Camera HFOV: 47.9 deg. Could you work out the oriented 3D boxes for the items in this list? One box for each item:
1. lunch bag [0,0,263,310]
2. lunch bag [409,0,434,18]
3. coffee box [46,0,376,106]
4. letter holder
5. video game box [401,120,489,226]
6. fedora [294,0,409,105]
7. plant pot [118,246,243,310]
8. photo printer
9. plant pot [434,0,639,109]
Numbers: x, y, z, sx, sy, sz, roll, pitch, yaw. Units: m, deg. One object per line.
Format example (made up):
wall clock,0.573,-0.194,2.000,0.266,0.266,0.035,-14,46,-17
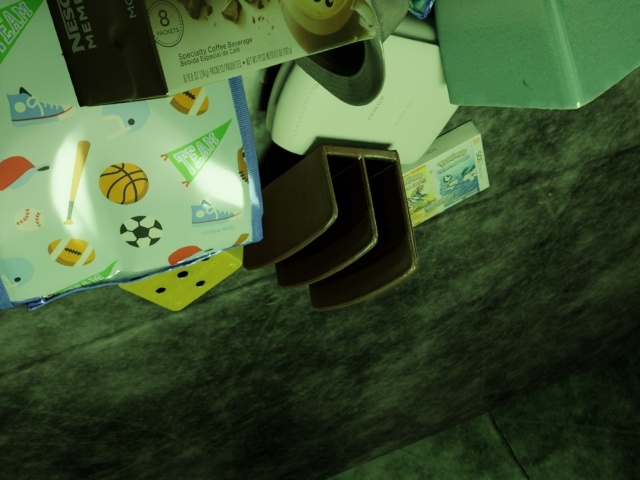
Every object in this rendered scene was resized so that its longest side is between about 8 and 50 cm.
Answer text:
lunch bag,-0.255,-0.137,0.813,0.328,0.239,0.385,-16,106,-15
lunch bag,0.100,-0.379,0.928,0.096,0.128,0.151,-25,145,-11
coffee box,-0.088,-0.236,0.650,0.297,0.119,0.168,-31,115,-46
letter holder,0.000,0.000,1.204,0.152,0.214,0.302,0,163,-34
video game box,0.232,-0.124,1.439,0.205,0.048,0.187,-28,144,2
fedora,0.014,-0.312,0.885,0.124,0.275,0.243,-45,176,-16
plant pot,-0.242,-0.017,1.135,0.212,0.187,0.212,-35,145,12
photo printer,0.076,-0.240,1.122,0.308,0.107,0.256,1,137,-36
plant pot,0.301,-0.349,0.977,0.248,0.247,0.252,-34,115,-21
